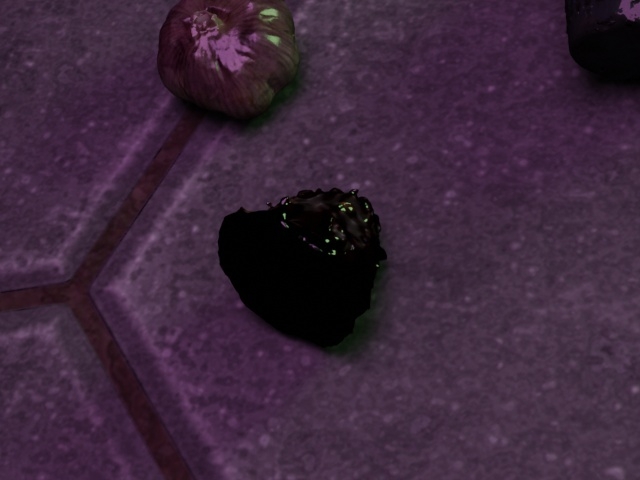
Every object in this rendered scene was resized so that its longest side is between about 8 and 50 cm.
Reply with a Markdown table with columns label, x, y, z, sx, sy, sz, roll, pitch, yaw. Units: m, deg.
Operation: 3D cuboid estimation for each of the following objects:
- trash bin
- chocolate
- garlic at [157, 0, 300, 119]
| label | x | y | z | sx | sy | sz | roll | pitch | yaw |
| --- | --- | --- | --- | --- | --- | --- | --- | --- | --- |
| trash bin | 0.298 | -0.240 | 1.399 | 0.175 | 0.175 | 0.161 | 1 | 71 | 17 |
| chocolate | 0.000 | 0.000 | 1.361 | 0.156 | 0.156 | 0.133 | 20 | 50 | 26 |
| garlic | -0.095 | -0.197 | 1.517 | 0.147 | 0.102 | 0.159 | -30 | 56 | -4 |
